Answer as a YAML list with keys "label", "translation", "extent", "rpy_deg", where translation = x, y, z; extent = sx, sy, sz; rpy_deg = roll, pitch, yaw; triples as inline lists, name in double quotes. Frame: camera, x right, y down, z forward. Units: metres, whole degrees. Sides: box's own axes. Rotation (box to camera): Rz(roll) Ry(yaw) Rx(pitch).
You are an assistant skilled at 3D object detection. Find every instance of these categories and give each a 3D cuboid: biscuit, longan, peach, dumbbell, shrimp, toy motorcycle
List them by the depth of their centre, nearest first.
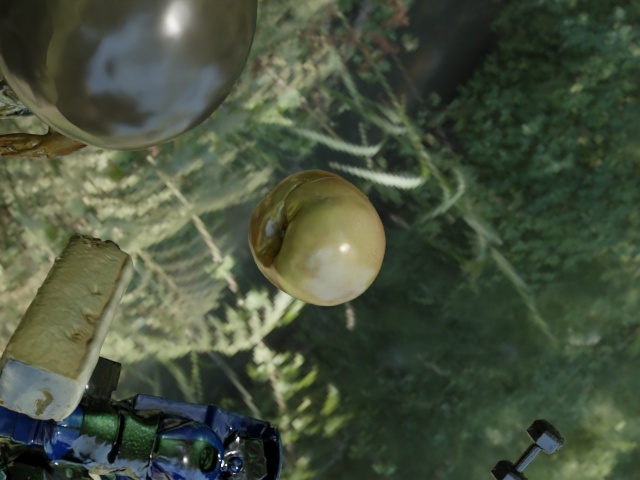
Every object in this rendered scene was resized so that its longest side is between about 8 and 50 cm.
- label: "biscuit"
  translation: [-0.166, 0.053, 0.752]
  extent: [0.052, 0.056, 0.188]
  rpy_deg: [-59, -170, 23]
- label: "toy motorcycle"
  translation: [-0.156, 0.183, 1.008]
  extent: [0.331, 0.196, 0.125]
  rpy_deg: [30, 66, -54]
- label: "longan"
  translation: [-0.178, -0.210, 1.048]
  extent: [0.258, 0.258, 0.258]
  rpy_deg: [-38, 161, -16]
- label: "dumbbell"
  translation: [0.215, 0.224, 1.174]
  extent: [0.036, 0.040, 0.083]
  rpy_deg: [28, 107, -34]
- label: "shrimp"
  translation: [-0.329, -0.141, 1.289]
  extent: [0.236, 0.133, 0.053]
  rpy_deg: [-13, 159, 0]
- label: "peach"
  translation: [0.000, 0.000, 1.469]
  extent: [0.184, 0.184, 0.184]
  rpy_deg: [-38, 161, -16]
